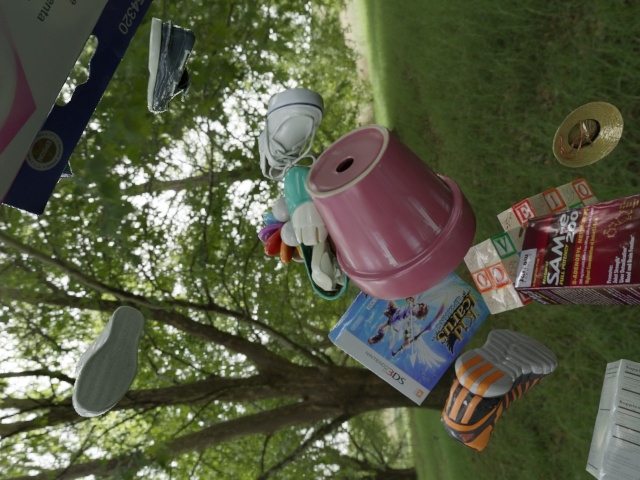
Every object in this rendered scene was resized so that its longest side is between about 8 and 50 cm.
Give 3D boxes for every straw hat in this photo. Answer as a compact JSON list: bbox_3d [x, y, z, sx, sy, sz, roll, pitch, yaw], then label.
[{"bbox_3d":[0.564,-0.235,0.945,0.061,0.144,0.144,-88,-10,-63],"label":"straw hat"}]

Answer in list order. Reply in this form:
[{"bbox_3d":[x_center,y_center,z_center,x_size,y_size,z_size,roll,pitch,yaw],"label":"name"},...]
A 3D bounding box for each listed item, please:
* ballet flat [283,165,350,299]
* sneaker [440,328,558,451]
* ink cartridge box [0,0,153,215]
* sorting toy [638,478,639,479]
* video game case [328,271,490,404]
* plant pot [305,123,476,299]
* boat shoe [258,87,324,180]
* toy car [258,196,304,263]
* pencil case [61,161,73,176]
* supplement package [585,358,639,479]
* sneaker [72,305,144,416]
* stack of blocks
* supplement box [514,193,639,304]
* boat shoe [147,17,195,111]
[{"bbox_3d":[0.000,0.000,0.707,0.087,0.083,0.247,-81,-23,-54],"label":"ballet flat"},{"bbox_3d":[0.333,0.288,0.850,0.124,0.321,0.180,38,120,43],"label":"sneaker"},{"bbox_3d":[-0.259,-0.196,0.335,0.324,0.071,0.330,-66,-18,-6],"label":"ink cartridge box"},{"bbox_3d":[0.488,0.409,0.544,0.229,0.307,0.041,-66,15,7],"label":"sorting toy"},{"bbox_3d":[0.194,0.169,0.919,0.244,0.269,0.061,38,178,-15],"label":"video game case"},{"bbox_3d":[0.083,-0.049,0.598,0.180,0.201,0.201,47,-152,-33],"label":"plant pot"},{"bbox_3d":[-0.086,-0.224,1.058,0.367,0.136,0.156,157,114,-68],"label":"boat shoe"},{"bbox_3d":[-0.101,-0.018,1.203,0.159,0.136,0.182,72,177,-60],"label":"toy car"},{"bbox_3d":[-0.625,-0.219,1.011,0.070,0.064,0.151,163,96,-73],"label":"pencil case"},{"bbox_3d":[0.657,0.387,0.896,0.139,0.134,0.244,42,-114,-62],"label":"supplement package"},{"bbox_3d":[-0.489,0.300,0.974,0.108,0.169,0.292,33,-158,-21],"label":"sneaker"},{"bbox_3d":[0.423,0.005,0.840,0.171,0.297,0.087,66,156,11],"label":"stack of blocks"},{"bbox_3d":[0.394,0.017,0.596,0.239,0.073,0.130,-20,48,65],"label":"supplement box"},{"bbox_3d":[-0.285,-0.319,0.830,0.254,0.079,0.095,140,131,-62],"label":"boat shoe"}]
